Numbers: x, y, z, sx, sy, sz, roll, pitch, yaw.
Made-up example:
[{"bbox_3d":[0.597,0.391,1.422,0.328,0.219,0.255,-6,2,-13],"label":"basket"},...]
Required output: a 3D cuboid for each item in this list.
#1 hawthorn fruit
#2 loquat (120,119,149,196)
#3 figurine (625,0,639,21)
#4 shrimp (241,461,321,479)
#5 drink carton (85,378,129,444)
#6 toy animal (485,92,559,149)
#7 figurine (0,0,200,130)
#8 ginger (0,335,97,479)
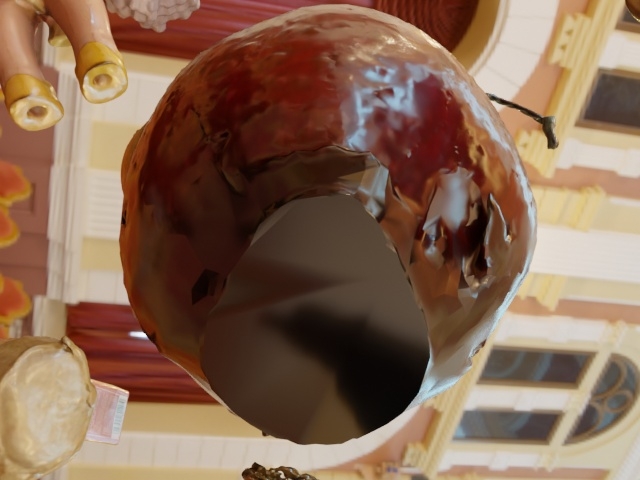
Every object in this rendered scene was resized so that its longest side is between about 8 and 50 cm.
[{"bbox_3d":[0.004,-0.015,0.545,0.316,0.316,0.315,-174,-90,-76],"label":"hawthorn fruit"},{"bbox_3d":[-0.121,-0.058,0.754,0.141,0.141,0.141,-174,-90,-76],"label":"loquat"},{"bbox_3d":[0.279,-0.142,0.368,0.222,0.124,0.324,-46,-115,26],"label":"figurine"},{"bbox_3d":[0.036,0.164,0.416,0.043,0.184,0.091,-61,-159,-5],"label":"shrimp"},{"bbox_3d":[-0.302,0.189,0.916,0.223,0.096,0.071,79,19,-73],"label":"drink carton"},{"bbox_3d":[0.138,-0.156,0.873,0.070,0.253,0.079,-175,-86,-75],"label":"toy animal"},{"bbox_3d":[-0.162,-0.162,0.424,0.116,0.175,0.240,94,-27,-75],"label":"figurine"},{"bbox_3d":[-0.174,0.107,0.391,0.190,0.095,0.069,-55,170,22],"label":"ginger"}]
